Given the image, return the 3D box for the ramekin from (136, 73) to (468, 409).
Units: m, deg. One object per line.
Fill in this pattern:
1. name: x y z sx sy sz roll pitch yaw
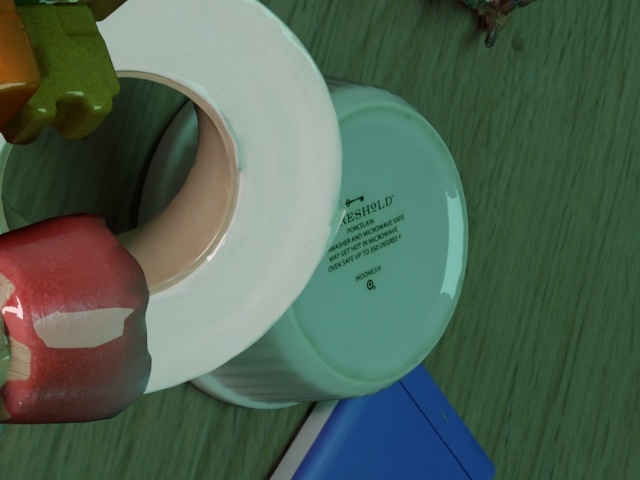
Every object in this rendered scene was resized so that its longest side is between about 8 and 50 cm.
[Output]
1. ramekin: 0.000 0.000 1.194 0.273 0.127 0.272 -5 97 -46

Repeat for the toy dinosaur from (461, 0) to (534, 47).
1. toy dinosaur: 0.111 -0.282 1.302 0.296 0.127 0.200 13 90 -41

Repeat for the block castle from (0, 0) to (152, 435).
1. block castle: -0.240 -0.101 0.717 0.213 0.303 0.453 -8 75 -39

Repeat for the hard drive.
1. hard drive: 0.022 0.258 1.299 0.318 0.040 0.210 -57 130 -28

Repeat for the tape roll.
1. tape roll: -0.132 -0.047 0.971 0.286 0.100 0.286 -7 114 -15
